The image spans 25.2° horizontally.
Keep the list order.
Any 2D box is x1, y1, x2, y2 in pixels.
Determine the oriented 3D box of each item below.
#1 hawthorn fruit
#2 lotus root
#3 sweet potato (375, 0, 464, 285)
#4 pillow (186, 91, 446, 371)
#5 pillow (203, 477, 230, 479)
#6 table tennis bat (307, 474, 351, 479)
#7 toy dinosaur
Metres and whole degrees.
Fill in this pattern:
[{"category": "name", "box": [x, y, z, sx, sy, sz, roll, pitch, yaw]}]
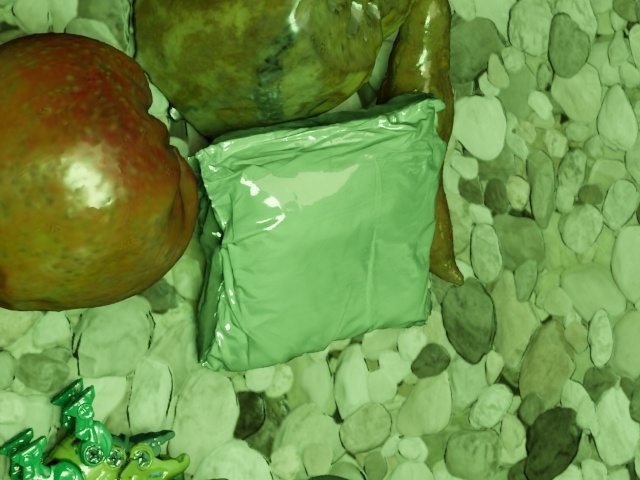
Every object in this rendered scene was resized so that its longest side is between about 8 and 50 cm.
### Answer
[{"category": "hawthorn fruit", "box": [-0.277, -0.050, 1.361, 0.298, 0.277, 0.277, -30, 101, -11]}, {"category": "lotus root", "box": [-0.024, -0.255, 1.557, 0.316, 0.250, 0.316, 2, 87, -41]}, {"category": "sweet potato", "box": [0.106, -0.117, 1.662, 0.095, 0.106, 0.354, -47, 134, -71]}, {"category": "pillow", "box": [0.000, 0.000, 1.552, 0.310, 0.138, 0.283, -14, 116, -24]}, {"category": "pillow", "box": [-0.201, 0.339, 1.408, 0.236, 0.084, 0.223, -13, 130, -26]}, {"category": "table tennis bat", "box": [0.055, 0.364, 1.636, 0.246, 0.022, 0.138, 35, 68, -22]}, {"category": "toy dinosaur", "box": [-0.262, 0.248, 1.424, 0.259, 0.094, 0.153, -34, 103, -19]}]
